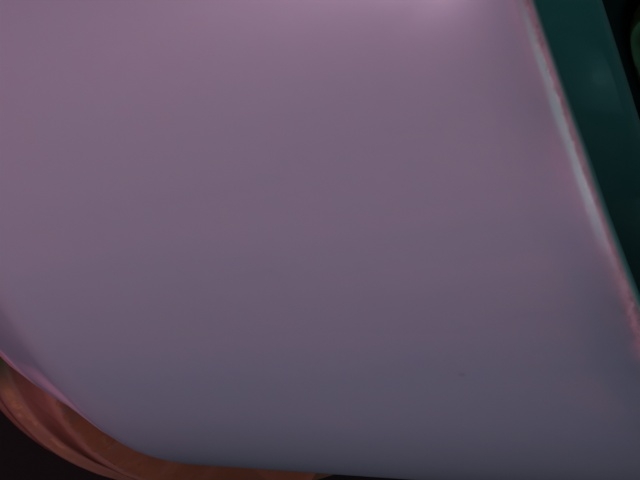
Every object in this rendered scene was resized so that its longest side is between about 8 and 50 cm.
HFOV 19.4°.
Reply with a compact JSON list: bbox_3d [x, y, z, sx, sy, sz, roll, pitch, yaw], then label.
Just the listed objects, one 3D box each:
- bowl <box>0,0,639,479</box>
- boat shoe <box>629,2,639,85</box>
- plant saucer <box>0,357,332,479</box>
[{"bbox_3d":[-0.016,-0.065,0.496,0.163,0.312,0.311,-17,139,13],"label":"bowl"},{"bbox_3d":[0.165,-0.044,0.767,0.056,0.049,0.152,-35,137,1],"label":"boat shoe"},{"bbox_3d":[0.000,0.000,0.717,0.277,0.041,0.278,-17,135,-18],"label":"plant saucer"}]
